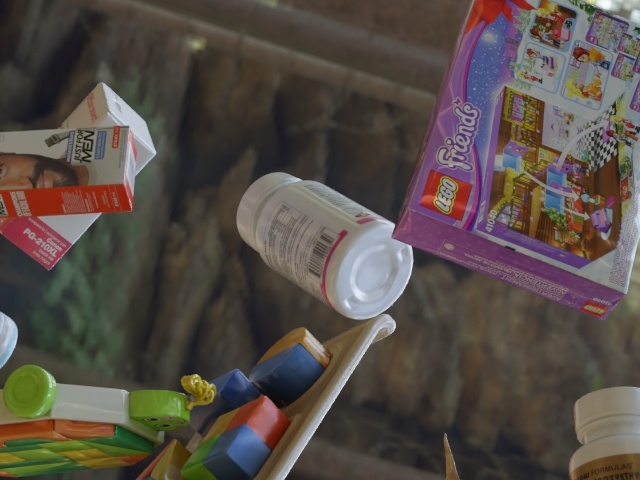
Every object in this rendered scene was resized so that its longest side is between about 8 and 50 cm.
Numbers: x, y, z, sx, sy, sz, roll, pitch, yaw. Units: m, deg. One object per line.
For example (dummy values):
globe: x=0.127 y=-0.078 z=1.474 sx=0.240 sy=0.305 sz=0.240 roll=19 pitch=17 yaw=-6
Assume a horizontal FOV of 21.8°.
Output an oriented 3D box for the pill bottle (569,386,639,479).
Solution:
pill bottle: x=0.365 y=0.299 z=1.989 sx=0.131 sy=0.131 sz=0.229 roll=122 pitch=-30 yaw=-56

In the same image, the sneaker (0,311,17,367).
sneaker: x=-0.568 y=0.106 z=2.144 sx=0.319 sy=0.208 sz=0.127 roll=-18 pitch=-138 yaw=27

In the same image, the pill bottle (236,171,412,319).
pill bottle: x=0.000 y=0.000 z=2.609 sx=0.283 sy=0.160 sz=0.160 roll=32 pitch=-72 yaw=47

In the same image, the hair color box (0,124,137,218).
hair color box: x=-0.297 y=-0.078 z=1.889 sx=0.053 sy=0.167 sz=0.093 roll=81 pitch=6 yaw=-51

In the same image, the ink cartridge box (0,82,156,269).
ink cartridge box: x=-0.358 y=-0.097 z=2.432 sx=0.237 sy=0.100 sz=0.172 roll=-46 pitch=-157 yaw=7

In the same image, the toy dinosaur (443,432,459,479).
toy dinosaur: x=0.194 y=0.383 z=2.468 sx=0.092 sy=0.053 sz=0.183 roll=-26 pitch=-112 yaw=47

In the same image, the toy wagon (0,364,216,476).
toy wagon: x=-0.282 y=0.203 z=1.846 sx=0.267 sy=0.344 sz=0.068 roll=43 pitch=42 yaw=-64

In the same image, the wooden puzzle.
wooden puzzle: x=-0.102 y=0.221 z=1.951 sx=0.322 sy=0.080 sz=0.348 roll=-31 pitch=-167 yaw=47

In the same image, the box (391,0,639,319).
box: x=0.199 y=-0.094 z=1.484 sx=0.057 sy=0.200 sz=0.293 roll=116 pitch=-5 yaw=-58
